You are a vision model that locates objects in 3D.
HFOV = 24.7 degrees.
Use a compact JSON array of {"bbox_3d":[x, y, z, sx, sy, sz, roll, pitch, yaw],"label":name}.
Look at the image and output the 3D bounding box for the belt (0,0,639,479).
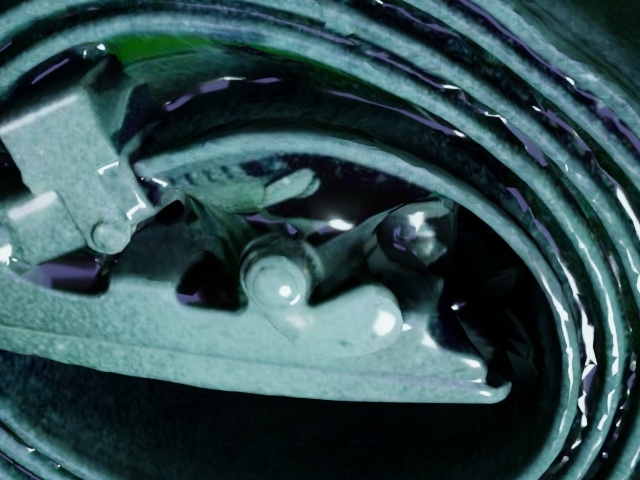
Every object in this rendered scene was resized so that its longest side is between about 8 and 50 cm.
[{"bbox_3d":[0.000,0.000,0.404,0.267,0.116,0.206,17,115,4],"label":"belt"}]
